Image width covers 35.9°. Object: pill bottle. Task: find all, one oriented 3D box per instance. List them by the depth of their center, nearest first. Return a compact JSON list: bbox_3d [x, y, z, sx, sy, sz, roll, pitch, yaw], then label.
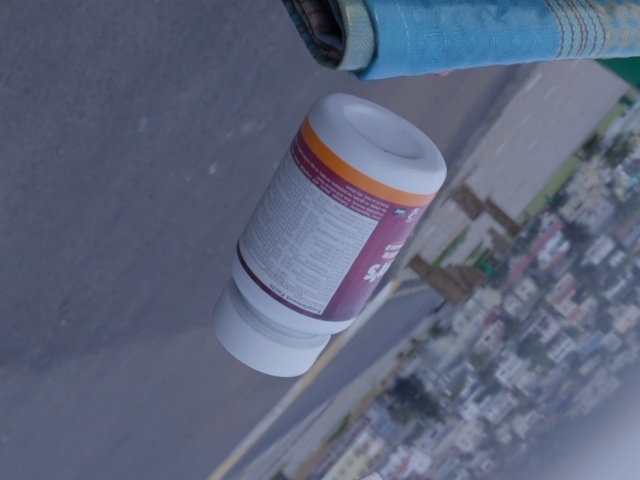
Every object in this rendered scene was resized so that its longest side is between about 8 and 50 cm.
[{"bbox_3d":[0.000,0.000,0.815,0.221,0.121,0.121,-60,167,27],"label":"pill bottle"}]

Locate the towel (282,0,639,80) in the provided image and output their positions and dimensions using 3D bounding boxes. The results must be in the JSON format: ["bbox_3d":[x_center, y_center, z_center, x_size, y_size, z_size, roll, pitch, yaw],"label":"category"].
[{"bbox_3d":[0.094,-0.201,0.589,0.370,0.271,0.040,-10,147,-37],"label":"towel"}]

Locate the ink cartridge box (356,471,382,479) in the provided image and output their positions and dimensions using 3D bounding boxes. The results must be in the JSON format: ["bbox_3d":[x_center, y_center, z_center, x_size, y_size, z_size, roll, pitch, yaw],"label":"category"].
[{"bbox_3d":[-0.016,0.486,1.167,0.394,0.285,0.166,-12,151,-50],"label":"ink cartridge box"}]

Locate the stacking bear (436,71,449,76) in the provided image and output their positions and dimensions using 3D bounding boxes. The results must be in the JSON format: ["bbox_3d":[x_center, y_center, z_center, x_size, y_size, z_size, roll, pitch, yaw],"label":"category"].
[{"bbox_3d":[0.062,-0.314,1.120,0.289,0.175,0.164,14,98,-64],"label":"stacking bear"}]
